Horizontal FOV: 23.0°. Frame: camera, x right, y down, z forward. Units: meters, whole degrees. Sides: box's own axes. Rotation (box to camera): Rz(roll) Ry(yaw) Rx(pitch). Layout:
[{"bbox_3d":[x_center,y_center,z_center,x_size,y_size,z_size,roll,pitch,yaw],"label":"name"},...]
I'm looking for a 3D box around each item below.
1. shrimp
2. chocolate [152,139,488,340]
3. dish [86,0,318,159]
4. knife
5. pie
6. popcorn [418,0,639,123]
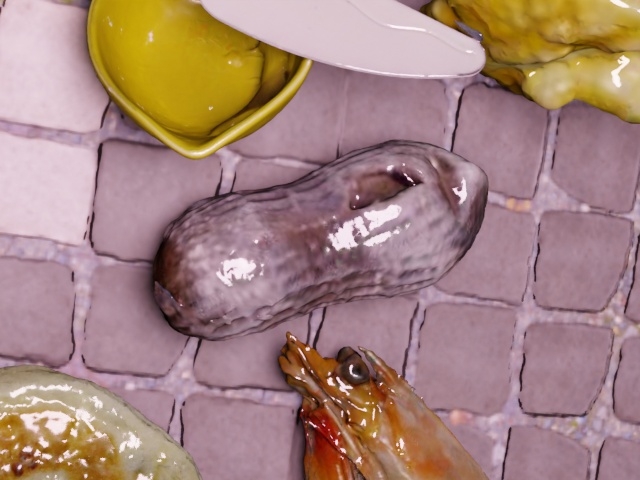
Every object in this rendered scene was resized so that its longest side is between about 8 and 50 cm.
[{"bbox_3d":[0.044,0.186,1.128,0.154,0.062,0.294,-33,106,-8],"label":"shrimp"},{"bbox_3d":[0.000,0.000,1.075,0.248,0.110,0.110,-14,99,-15],"label":"chocolate"},{"bbox_3d":[-0.076,-0.129,1.036,0.149,0.080,0.207,5,63,-1],"label":"dish"},{"bbox_3d":[-0.052,-0.178,0.997,0.336,0.043,0.081,30,73,8],"label":"knife"},{"bbox_3d":[-0.184,0.201,1.052,0.240,0.054,0.240,-2,97,-18],"label":"pie"},{"bbox_3d":[0.203,-0.208,1.038,0.247,0.282,0.282,21,87,-8],"label":"popcorn"}]
